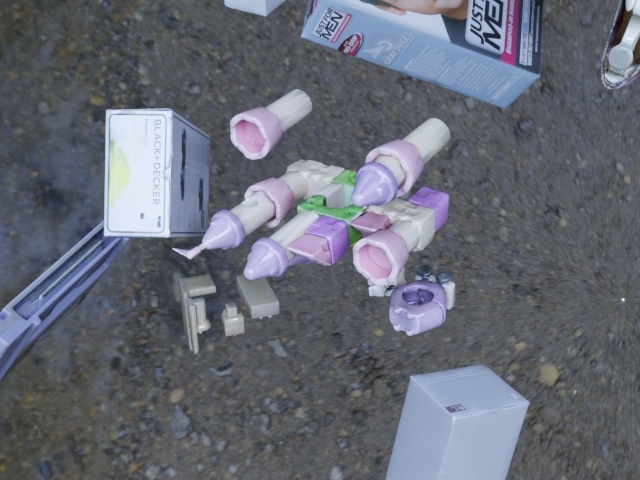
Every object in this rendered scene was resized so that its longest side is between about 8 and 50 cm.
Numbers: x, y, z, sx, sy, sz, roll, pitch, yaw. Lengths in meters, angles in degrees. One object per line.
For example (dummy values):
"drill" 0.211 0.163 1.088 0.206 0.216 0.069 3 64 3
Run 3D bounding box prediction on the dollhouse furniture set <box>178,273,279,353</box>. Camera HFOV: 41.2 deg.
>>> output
"dollhouse furniture set" -0.164 0.142 1.538 0.151 0.144 0.123 -10 119 -16

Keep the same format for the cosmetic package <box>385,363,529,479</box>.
"cosmetic package" 0.164 0.286 1.085 0.107 0.127 0.238 36 122 52

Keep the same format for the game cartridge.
"game cartridge" -0.437 0.098 1.385 0.068 0.355 0.230 39 132 -2

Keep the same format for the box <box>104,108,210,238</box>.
"box" -0.225 -0.087 1.214 0.087 0.290 0.169 1 92 2

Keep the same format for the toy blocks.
"toy blocks" 0.000 0.000 1.119 0.288 0.260 0.309 17 130 31

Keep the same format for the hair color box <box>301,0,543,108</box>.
"hair color box" 0.171 -0.372 1.381 0.374 0.113 0.185 16 64 -14

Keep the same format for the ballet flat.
"ballet flat" 0.375 -0.263 0.991 0.077 0.221 0.079 27 57 20

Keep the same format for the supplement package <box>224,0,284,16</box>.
"supplement package" -0.128 -0.552 1.670 0.105 0.105 0.179 20 137 21
